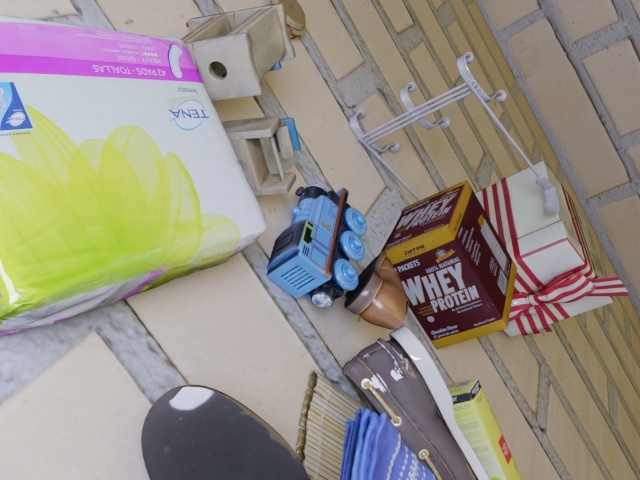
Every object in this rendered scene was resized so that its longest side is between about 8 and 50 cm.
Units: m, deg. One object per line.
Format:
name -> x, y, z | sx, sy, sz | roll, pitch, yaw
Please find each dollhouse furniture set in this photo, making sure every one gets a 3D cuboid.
dollhouse furniture set -> -0.101, -0.163, 0.721 | 0.129, 0.129, 0.183 | -65, 148, -51

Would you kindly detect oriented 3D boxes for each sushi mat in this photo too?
sushi mat -> 0.080, 0.292, 0.749 | 0.316, 0.019, 0.151 | 42, 40, -33

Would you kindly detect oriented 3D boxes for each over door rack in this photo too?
over door rack -> 0.238, -0.153, 1.078 | 0.324, 0.240, 0.108 | 49, 41, -24

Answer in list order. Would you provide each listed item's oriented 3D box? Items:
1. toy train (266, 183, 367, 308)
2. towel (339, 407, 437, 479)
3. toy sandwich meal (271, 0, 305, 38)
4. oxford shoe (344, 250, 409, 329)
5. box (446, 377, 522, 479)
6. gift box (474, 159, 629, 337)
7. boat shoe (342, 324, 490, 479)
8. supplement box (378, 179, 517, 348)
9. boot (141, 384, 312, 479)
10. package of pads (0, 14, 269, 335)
toy train -> 0.000, 0.000, 0.775 | 0.105, 0.080, 0.184 | 41, 39, -25
towel -> 0.114, 0.330, 0.523 | 0.336, 0.040, 0.243 | 50, 31, -26
toy sandwich meal -> -0.056, -0.370, 0.989 | 0.086, 0.029, 0.085 | 31, 44, -36
oxford shoe -> 0.081, 0.071, 0.804 | 0.076, 0.076, 0.212 | 37, 15, -2
box -> 0.235, 0.327, 0.890 | 0.058, 0.087, 0.232 | -18, 83, -58
gift box -> 0.437, 0.040, 1.222 | 0.276, 0.255, 0.258 | 37, 39, -28
boat shoe -> 0.136, 0.265, 0.739 | 0.324, 0.097, 0.116 | 63, -9, -8
supplement box -> 0.221, 0.038, 1.022 | 0.194, 0.129, 0.191 | 56, 33, -14
boot -> -0.046, 0.239, 0.543 | 0.305, 0.112, 0.115 | 50, -8, -15
package of pads -> -0.189, -0.061, 0.514 | 0.296, 0.101, 0.229 | -23, 88, -58
